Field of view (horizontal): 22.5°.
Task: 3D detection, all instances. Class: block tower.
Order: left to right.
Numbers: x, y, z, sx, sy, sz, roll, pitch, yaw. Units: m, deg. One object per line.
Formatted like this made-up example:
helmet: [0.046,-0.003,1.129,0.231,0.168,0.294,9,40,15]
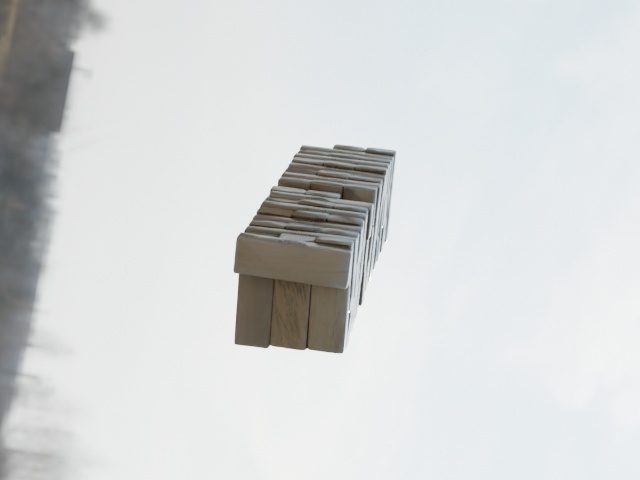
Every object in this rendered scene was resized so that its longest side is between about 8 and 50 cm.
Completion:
block tower: [0.000,0.000,1.364,0.335,0.091,0.097,-59,155,-73]
